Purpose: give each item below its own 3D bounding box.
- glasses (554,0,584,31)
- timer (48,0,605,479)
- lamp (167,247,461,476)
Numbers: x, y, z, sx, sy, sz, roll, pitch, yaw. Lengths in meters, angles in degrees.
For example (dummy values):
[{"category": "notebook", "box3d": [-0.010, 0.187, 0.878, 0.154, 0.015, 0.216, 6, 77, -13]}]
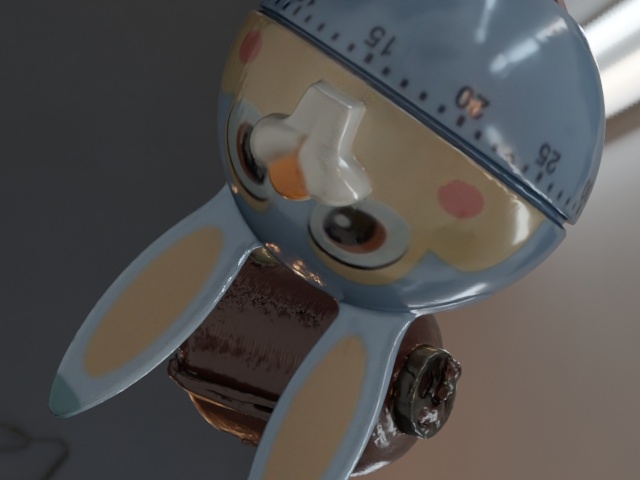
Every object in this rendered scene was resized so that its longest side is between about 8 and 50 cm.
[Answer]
[{"category": "glasses", "box3d": [0.078, -0.206, 0.878, 0.162, 0.255, 0.095, -58, 177, -22]}, {"category": "timer", "box3d": [0.004, -0.014, 0.546, 0.255, 0.175, 0.175, -46, -168, -17]}, {"category": "lamp", "box3d": [-0.008, 0.098, 1.107, 0.258, 0.180, 0.180, 15, -79, 36]}]
